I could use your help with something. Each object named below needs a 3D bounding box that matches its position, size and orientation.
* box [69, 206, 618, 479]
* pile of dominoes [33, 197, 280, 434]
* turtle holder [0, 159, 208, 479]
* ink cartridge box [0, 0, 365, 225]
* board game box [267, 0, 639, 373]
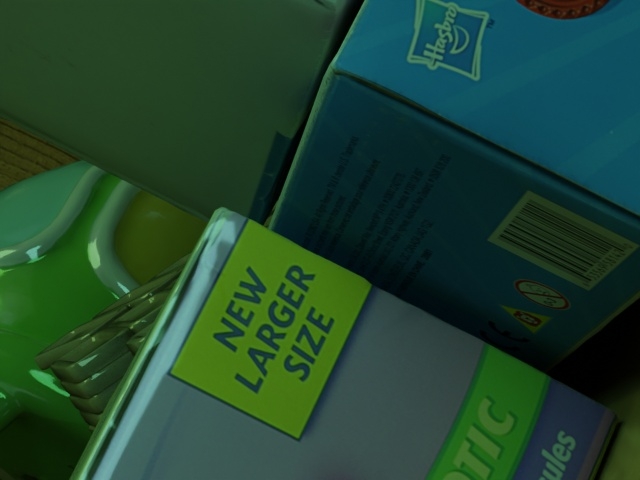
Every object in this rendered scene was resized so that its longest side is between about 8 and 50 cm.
[{"bbox_3d":[-0.043,0.138,0.526,0.213,0.117,0.243,-64,4,-21],"label":"box"},{"bbox_3d":[0.000,0.000,0.775,0.251,0.040,0.196,-34,7,-16],"label":"pile of dominoes"},{"bbox_3d":[-0.108,0.055,0.968,0.227,0.243,0.320,-63,3,-28],"label":"turtle holder"},{"bbox_3d":[-0.032,-0.158,0.545,0.232,0.168,0.171,-62,-1,-23],"label":"ink cartridge box"},{"bbox_3d":[0.083,-0.101,0.551,0.302,0.086,0.308,-63,0,-18],"label":"board game box"}]
